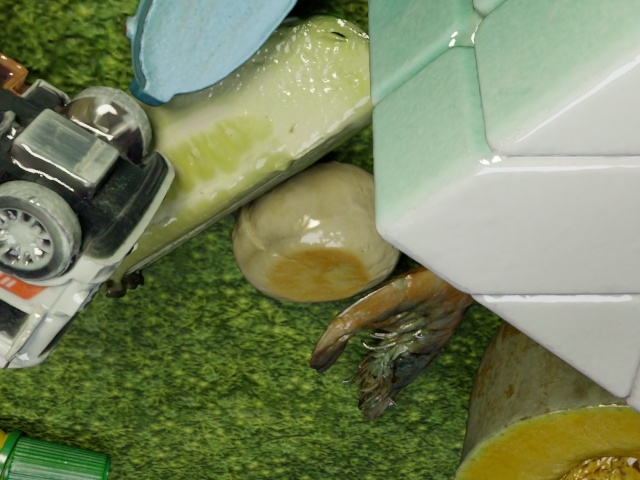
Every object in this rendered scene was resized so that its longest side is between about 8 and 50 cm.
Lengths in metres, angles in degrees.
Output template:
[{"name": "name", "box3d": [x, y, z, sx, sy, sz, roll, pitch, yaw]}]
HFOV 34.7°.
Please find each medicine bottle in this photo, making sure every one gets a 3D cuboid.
[{"name": "medicine bottle", "box3d": [-0.403, 0.251, 1.210, 0.309, 0.076, 0.111, 12, 137, -13]}]

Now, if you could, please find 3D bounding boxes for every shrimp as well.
[{"name": "shrimp", "box3d": [0.051, 0.117, 1.031, 0.169, 0.058, 0.296, -9, 146, -27]}]

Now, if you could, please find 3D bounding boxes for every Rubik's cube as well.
[{"name": "Rubik's cube", "box3d": [0.244, -0.117, 0.626, 0.319, 0.315, 0.322, 33, 127, -29]}]

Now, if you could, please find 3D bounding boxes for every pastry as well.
[{"name": "pastry", "box3d": [0.000, 0.000, 0.920, 0.157, 0.092, 0.156, 1, 146, 1]}]

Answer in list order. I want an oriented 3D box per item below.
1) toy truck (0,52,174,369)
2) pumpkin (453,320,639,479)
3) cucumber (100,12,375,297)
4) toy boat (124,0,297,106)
[{"name": "toy truck", "box3d": [-0.317, -0.064, 0.726, 0.388, 0.173, 0.207, 31, 124, -7]}, {"name": "pumpkin", "box3d": [0.309, 0.193, 1.060, 0.333, 0.199, 0.332, 6, 134, 6]}, {"name": "cucumber", "box3d": [-0.076, -0.086, 0.825, 0.325, 0.105, 0.145, -29, 97, 26]}, {"name": "toy boat", "box3d": [-0.070, -0.180, 0.718, 0.088, 0.102, 0.215, 31, 114, -25]}]
